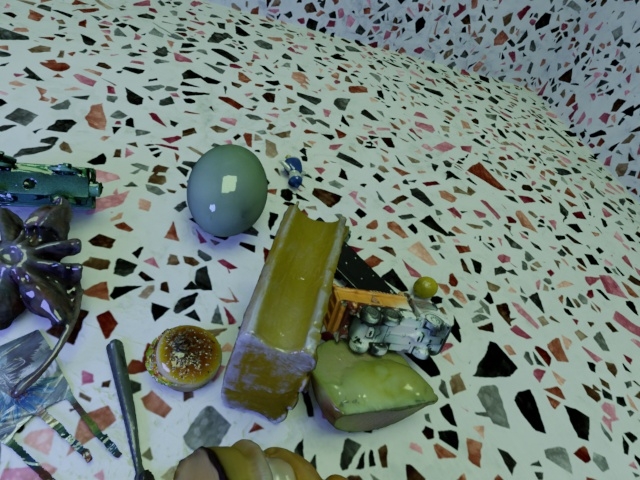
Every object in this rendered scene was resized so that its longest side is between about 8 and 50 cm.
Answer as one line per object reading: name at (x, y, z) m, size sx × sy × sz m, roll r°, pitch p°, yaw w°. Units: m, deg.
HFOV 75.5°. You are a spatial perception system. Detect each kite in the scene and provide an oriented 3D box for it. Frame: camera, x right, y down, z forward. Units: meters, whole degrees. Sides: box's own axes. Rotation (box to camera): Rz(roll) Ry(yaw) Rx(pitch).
kite at (-0.485, 0.293, 0.690) m, size 0.310 × 0.015 × 0.169 m, roll 39°, pitch 45°, yaw 18°

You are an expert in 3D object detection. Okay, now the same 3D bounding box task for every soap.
soap at (-0.065, 0.140, 0.821) m, size 0.156 × 0.294 × 0.335 m, roll 20°, pitch 45°, yaw -6°

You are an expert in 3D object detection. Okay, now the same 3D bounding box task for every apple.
apple at (0.085, 0.297, 0.865) m, size 0.264 × 0.120 × 0.193 m, roll 6°, pitch 32°, yaw -32°

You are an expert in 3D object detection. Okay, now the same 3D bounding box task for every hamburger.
hamburger at (-0.085, 0.427, 0.574) m, size 0.236 × 0.276 × 0.277 m, roll 18°, pitch 41°, yaw -34°
hamburger at (-0.262, 0.225, 0.802) m, size 0.141 × 0.082 × 0.127 m, roll 15°, pitch 45°, yaw -12°

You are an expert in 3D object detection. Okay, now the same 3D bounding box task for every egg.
egg at (-0.236, -0.131, 1.064) m, size 0.202 × 0.203 × 0.283 m, roll 15°, pitch 42°, yaw -10°

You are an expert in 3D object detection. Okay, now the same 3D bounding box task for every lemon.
lemon at (0.294, 0.130, 1.151) m, size 0.083 × 0.062 × 0.062 m, roll -7°, pitch 52°, yaw -29°

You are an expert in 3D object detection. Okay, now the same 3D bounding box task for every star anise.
star anise at (-0.579, 0.076, 0.789) m, size 0.315 × 0.139 × 0.360 m, roll 19°, pitch 59°, yaw 5°

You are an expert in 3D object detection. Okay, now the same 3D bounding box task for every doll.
doll at (-0.084, -0.219, 1.321) m, size 0.098 × 0.057 × 0.143 m, roll 20°, pitch 41°, yaw -36°

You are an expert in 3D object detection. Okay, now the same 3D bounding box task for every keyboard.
keyboard at (0.074, 0.067, 1.109) m, size 0.310 × 0.018 × 0.101 m, roll 45°, pitch 51°, yaw 7°

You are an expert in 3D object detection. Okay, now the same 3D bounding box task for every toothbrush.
toothbrush at (-0.340, 0.302, 0.735) m, size 0.030 × 0.030 × 0.297 m, roll 14°, pitch 36°, yaw -49°

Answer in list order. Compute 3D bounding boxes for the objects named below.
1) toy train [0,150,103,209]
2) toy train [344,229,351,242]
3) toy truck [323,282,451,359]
toy train at (-0.627, -0.130, 0.914) m, size 0.269 × 0.115 × 0.154 m, roll 1°, pitch 4°, yaw -22°
toy train at (0.000, 0.000, 1.158) m, size 0.207 × 0.043 × 0.047 m, roll -7°, pitch 55°, yaw -29°
toy truck at (0.146, 0.180, 0.922) m, size 0.270 × 0.114 × 0.135 m, roll 11°, pitch 24°, yaw -17°
